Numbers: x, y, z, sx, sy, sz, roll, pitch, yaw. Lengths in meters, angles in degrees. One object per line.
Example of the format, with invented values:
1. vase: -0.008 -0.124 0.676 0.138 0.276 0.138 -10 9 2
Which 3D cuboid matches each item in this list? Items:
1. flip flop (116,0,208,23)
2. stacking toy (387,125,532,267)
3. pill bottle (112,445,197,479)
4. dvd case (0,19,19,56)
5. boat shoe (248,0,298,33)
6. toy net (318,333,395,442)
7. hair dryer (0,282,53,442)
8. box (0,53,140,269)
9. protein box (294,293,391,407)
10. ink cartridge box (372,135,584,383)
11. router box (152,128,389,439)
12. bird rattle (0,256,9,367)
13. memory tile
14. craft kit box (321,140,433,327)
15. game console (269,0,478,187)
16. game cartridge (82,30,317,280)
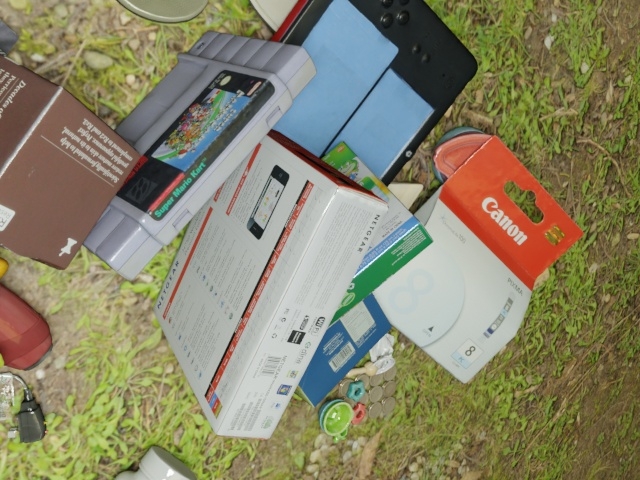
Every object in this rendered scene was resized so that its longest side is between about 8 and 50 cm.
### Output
1. flip flop: -0.253 -0.386 0.784 0.277 0.080 0.112 43 76 -35
2. stacking toy: 0.252 -0.063 1.250 0.280 0.130 0.308 -19 112 -2
3. pill bottle: -0.292 0.434 0.946 0.221 0.124 0.124 -52 125 -12
4. dvd case: -0.441 -0.220 0.647 0.164 0.018 0.221 -59 156 -10
5. boat shoe: 0.012 -0.346 0.992 0.335 0.095 0.112 19 108 -33
6. toy net: 0.089 0.289 1.213 0.232 0.045 0.122 -48 124 -16
7. hair dryer: -0.457 0.152 0.780 0.224 0.080 0.293 -3 102 -33
8. box: -0.352 -0.100 0.680 0.167 0.203 0.168 -59 162 -9
9. protein box: -0.023 0.126 1.049 0.200 0.136 0.201 -43 123 -19
10. ink cartridge box: 0.298 0.046 1.178 0.308 0.091 0.385 41 98 -22
11. router box: -0.091 0.033 0.831 0.082 0.301 0.335 17 106 -36
12. bird rattle: -0.472 0.068 0.696 0.254 0.143 0.206 29 80 -4
13. memory tile: 0.096 0.317 1.263 0.148 0.012 0.113 -11 108 -34
14. craft kit box: 0.000 0.000 0.917 0.250 0.246 0.061 -39 135 5
15. game console: 0.045 -0.215 0.989 0.342 0.060 0.386 31 103 -36
16. game cartridge: -0.188 -0.131 0.804 0.355 0.230 0.068 -51 132 -14
